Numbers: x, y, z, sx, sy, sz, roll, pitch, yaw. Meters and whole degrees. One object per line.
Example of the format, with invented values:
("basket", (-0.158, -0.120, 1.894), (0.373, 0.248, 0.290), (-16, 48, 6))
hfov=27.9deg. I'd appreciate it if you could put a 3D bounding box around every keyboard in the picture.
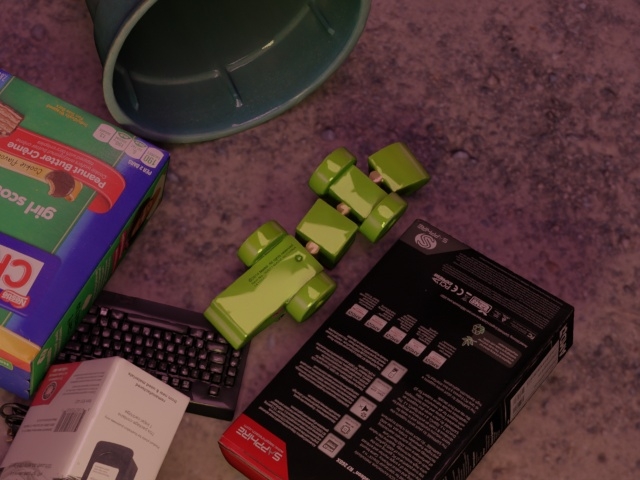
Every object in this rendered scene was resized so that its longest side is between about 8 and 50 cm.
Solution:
("keyboard", (-0.251, 0.153, 1.491), (0.317, 0.033, 0.202), (12, 66, -2))

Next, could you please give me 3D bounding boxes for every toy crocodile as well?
("toy crocodile", (0.000, 0.000, 1.560), (0.115, 0.105, 0.340), (41, 72, 11))

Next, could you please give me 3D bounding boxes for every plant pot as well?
("plant pot", (-0.163, -0.355, 1.573), (0.341, 0.341, 0.334), (-21, 64, -16))

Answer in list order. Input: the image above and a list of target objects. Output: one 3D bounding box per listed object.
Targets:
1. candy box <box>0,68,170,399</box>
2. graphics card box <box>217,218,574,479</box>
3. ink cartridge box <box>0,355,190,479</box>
("candy box", (-0.366, -0.018, 1.481), (0.268, 0.122, 0.317), (26, 60, 4))
("graphics card box", (0.093, 0.169, 1.464), (0.232, 0.094, 0.371), (30, 66, 27))
("ink cartridge box", (-0.257, 0.249, 1.329), (0.100, 0.172, 0.237), (35, 63, -26))
